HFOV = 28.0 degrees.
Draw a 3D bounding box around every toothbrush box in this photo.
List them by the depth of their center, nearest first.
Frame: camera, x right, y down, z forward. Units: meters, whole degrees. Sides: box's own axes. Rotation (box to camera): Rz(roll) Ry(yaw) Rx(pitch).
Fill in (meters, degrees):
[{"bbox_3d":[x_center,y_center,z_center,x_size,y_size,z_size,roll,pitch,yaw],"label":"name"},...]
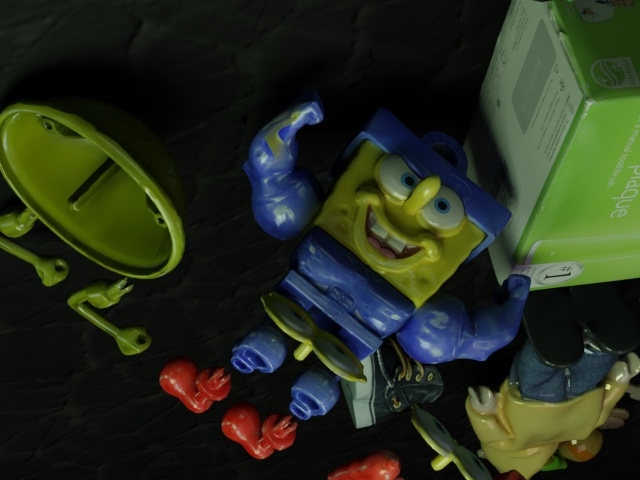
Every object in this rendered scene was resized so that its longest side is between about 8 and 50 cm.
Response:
[{"bbox_3d":[0.254,-0.080,0.815,0.283,0.122,0.206,-7,149,-13],"label":"toothbrush box"}]

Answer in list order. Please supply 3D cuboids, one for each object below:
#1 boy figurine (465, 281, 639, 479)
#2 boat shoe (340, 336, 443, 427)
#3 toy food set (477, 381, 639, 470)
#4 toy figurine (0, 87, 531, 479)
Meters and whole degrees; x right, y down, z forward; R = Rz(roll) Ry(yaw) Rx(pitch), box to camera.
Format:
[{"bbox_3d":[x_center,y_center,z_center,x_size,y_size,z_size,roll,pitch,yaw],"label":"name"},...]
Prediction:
[{"bbox_3d":[0.218,0.143,1.222,0.177,0.092,0.285,-13,151,-12],"label":"boy figurine"},{"bbox_3d":[0.059,0.104,1.095,0.083,0.065,0.183,-19,157,-4],"label":"boat shoe"},{"bbox_3d":[0.280,0.217,1.431,0.192,0.038,0.132,-37,146,28],"label":"toy food set"},{"bbox_3d":[0.000,0.000,0.794,0.217,0.362,0.191,-51,180,-29],"label":"toy figurine"}]
